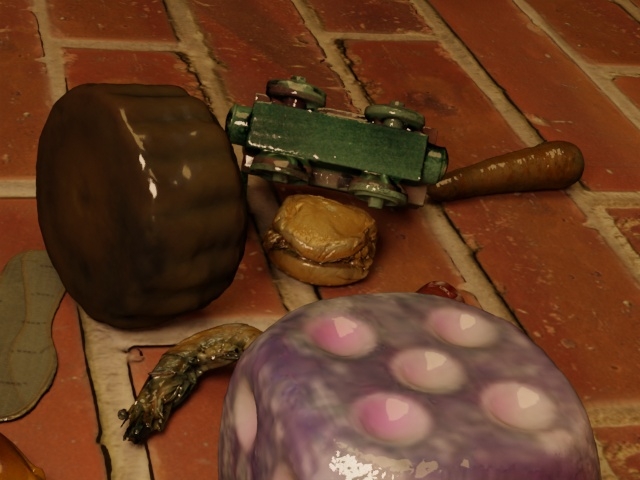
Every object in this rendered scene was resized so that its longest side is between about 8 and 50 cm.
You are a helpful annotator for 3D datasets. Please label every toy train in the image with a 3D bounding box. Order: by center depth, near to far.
[{"bbox_3d":[0.020,-0.125,1.829,0.304,0.150,0.221,13,-5,-1],"label":"toy train"}]

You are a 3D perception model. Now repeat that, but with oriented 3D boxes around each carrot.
[{"bbox_3d":[0.264,-0.097,1.993,0.298,0.078,0.078,-12,36,-24],"label":"carrot"}]

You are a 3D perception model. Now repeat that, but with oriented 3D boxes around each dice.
[{"bbox_3d":[0.068,0.222,1.179,0.270,0.270,0.271,-2,32,-21],"label":"dice"}]

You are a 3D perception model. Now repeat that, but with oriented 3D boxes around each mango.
[{"bbox_3d":[-0.318,0.221,1.286,0.077,0.063,0.127,31,4,-46],"label":"mango"}]

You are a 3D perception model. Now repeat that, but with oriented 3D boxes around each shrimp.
[{"bbox_3d":[-0.128,0.150,1.432,0.150,0.051,0.217,-5,27,30],"label":"shrimp"}]

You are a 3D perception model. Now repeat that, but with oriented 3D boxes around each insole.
[{"bbox_3d":[-0.350,0.101,1.537,0.119,0.009,0.348,7,30,-2],"label":"insole"}]

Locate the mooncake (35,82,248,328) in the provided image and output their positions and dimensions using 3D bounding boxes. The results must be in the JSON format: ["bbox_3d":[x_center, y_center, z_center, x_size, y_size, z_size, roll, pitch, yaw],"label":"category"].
[{"bbox_3d":[-0.206,-0.045,1.560,0.161,0.290,0.290,-9,34,-37],"label":"mooncake"}]

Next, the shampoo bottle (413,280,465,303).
[{"bbox_3d":[0.058,0.133,1.526,0.118,0.076,0.314,17,29,32],"label":"shampoo bottle"}]

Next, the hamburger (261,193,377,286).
[{"bbox_3d":[0.000,0.000,1.736,0.147,0.083,0.138,12,26,3],"label":"hamburger"}]

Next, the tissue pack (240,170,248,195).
[{"bbox_3d":[-0.140,-0.062,1.804,0.085,0.079,0.111,7,30,-6],"label":"tissue pack"}]
